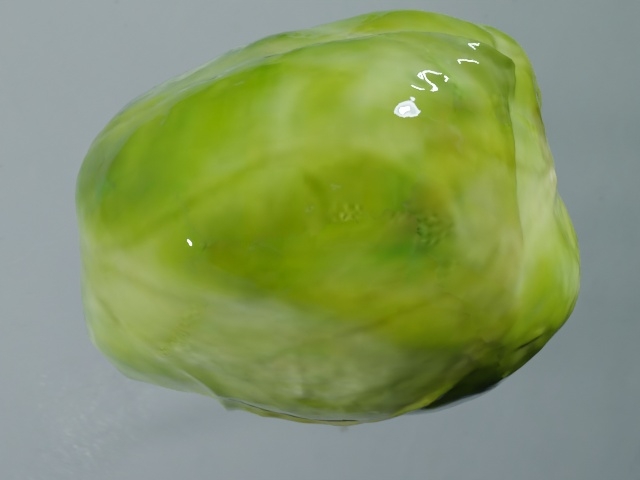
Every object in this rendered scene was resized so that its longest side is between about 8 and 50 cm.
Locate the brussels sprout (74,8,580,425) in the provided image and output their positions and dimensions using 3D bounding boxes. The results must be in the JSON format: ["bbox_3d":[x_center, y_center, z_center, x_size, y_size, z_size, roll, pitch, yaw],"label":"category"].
[{"bbox_3d":[0.000,0.000,0.459,0.223,0.223,0.161,-10,66,-28],"label":"brussels sprout"}]
